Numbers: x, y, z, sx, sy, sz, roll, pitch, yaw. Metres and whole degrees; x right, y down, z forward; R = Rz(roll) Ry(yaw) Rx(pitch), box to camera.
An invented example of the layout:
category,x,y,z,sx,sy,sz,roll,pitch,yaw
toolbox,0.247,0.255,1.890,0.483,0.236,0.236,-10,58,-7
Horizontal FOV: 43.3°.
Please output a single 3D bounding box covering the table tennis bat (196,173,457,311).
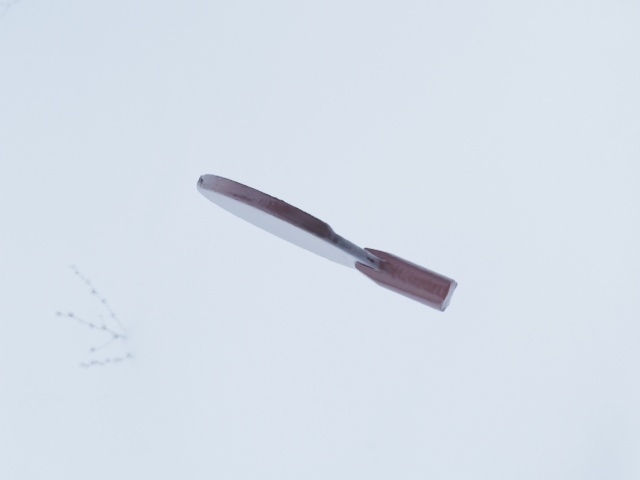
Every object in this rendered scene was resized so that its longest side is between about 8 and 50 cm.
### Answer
category,x,y,z,sx,sy,sz,roll,pitch,yaw
table tennis bat,0.000,0.000,1.183,0.415,0.268,0.051,24,84,18
